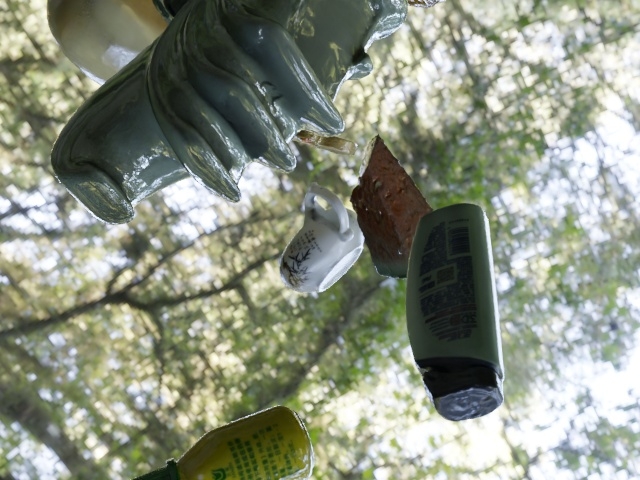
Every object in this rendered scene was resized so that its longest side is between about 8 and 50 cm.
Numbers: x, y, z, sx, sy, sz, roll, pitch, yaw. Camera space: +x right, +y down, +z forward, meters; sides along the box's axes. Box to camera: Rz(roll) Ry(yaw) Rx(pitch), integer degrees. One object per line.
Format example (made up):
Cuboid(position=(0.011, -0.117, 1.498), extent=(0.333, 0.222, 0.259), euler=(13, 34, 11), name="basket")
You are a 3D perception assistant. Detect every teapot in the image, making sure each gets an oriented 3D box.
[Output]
Cuboid(position=(0.000, 0.000, 2.223), extent=(0.208, 0.300, 0.166), euler=(-24, -122, -30), name="teapot")

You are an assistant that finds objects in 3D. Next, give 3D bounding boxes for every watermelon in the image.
Cuboid(position=(0.125, -0.069, 1.957), extent=(0.139, 0.257, 0.193), euler=(-30, -166, -19), name="watermelon")

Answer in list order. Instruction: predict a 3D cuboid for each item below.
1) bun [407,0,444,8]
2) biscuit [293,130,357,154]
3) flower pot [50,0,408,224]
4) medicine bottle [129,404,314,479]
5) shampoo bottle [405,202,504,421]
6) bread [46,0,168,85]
Cuboid(position=(0.109, -0.494, 1.582), extent=(0.165, 0.299, 0.299), euler=(-57, -148, -9), name="bun")
Cuboid(position=(-0.049, -0.181, 1.757), extent=(0.153, 0.234, 0.030), euler=(-143, -109, -71), name="biscuit")
Cuboid(position=(-0.077, -0.174, 1.011), extent=(0.254, 0.164, 0.368), euler=(-4, -134, 37), name="flower pot")
Cuboid(position=(-0.157, 0.311, 1.398), extent=(0.309, 0.111, 0.076), euler=(-16, 173, -22), name="medicine bottle")
Cuboid(position=(0.189, 0.098, 1.541), extent=(0.134, 0.078, 0.359), euler=(-15, -138, 17), name="shampoo bottle")
Cuboid(position=(-0.294, -0.406, 1.920), extent=(0.253, 0.376, 0.348), euler=(-24, -131, 51), name="bread")
